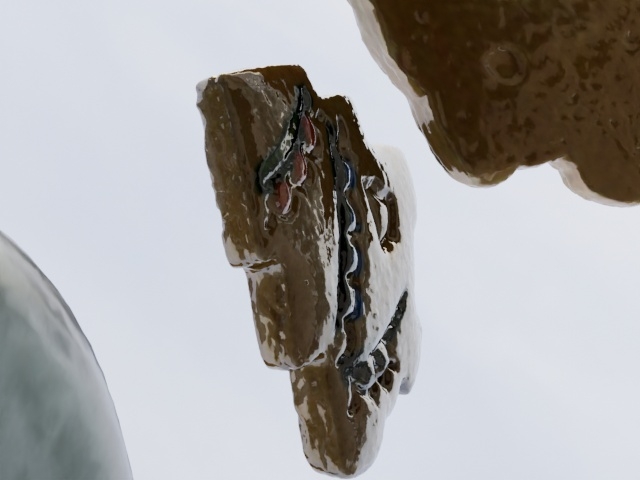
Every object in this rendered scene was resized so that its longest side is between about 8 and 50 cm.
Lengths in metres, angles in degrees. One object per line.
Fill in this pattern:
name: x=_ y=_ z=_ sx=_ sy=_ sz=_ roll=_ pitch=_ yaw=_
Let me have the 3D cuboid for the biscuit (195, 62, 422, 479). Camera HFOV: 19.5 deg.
biscuit: x=0.001 y=0.000 z=1.210 sx=0.301 sy=0.043 sz=0.278 roll=53 pitch=-144 yaw=-46

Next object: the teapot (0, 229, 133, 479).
teapot: x=-0.197 y=0.109 z=0.462 sx=0.285 sy=0.305 sz=0.223 roll=3 pitch=-118 yaw=23

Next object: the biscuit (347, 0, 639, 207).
biscuit: x=0.144 y=-0.187 z=1.373 sx=0.269 sy=0.051 sz=0.376 roll=-34 pitch=-82 yaw=-25
